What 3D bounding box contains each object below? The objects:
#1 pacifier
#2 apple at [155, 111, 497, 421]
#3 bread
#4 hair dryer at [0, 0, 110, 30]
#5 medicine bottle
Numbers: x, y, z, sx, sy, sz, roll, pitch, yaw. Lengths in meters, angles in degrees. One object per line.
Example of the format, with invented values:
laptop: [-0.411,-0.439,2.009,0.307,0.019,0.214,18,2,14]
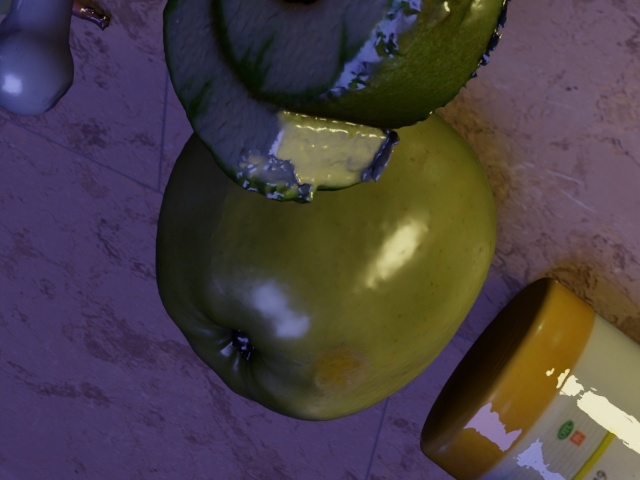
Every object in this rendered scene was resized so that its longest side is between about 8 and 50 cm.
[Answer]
pacifier: [-0.269,-0.278,1.726,0.220,0.273,0.332,48,174,5]
apple: [0.000,0.000,1.772,0.357,0.357,0.357,20,140,18]
bread: [0.003,-0.221,1.515,0.366,0.129,0.382,12,96,50]
hair dryer: [-0.310,-0.276,1.927,0.154,0.054,0.106,27,146,3]
medicine bottle: [0.264,0.198,1.848,0.232,0.238,0.238,37,142,-3]
